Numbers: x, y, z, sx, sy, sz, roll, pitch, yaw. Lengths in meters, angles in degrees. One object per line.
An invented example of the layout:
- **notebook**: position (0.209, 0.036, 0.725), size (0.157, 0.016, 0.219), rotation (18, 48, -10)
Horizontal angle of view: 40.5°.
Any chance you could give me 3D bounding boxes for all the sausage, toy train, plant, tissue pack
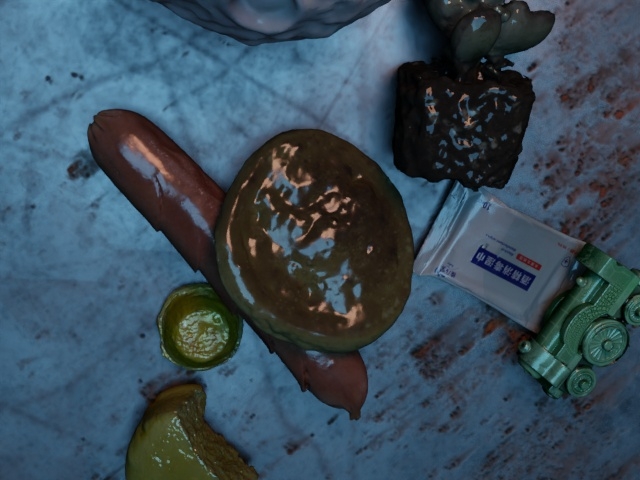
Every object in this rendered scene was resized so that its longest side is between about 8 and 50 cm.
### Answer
- **sausage**: position (-0.084, 0.029, 0.923), size (0.088, 0.088, 0.433), rotation (-40, 104, 1)
- **toy train**: position (0.298, 0.098, 0.987), size (0.104, 0.071, 0.178), rotation (32, 99, -25)
- **plant**: position (0.159, -0.192, 0.882), size (0.149, 0.146, 0.275), rotation (10, 99, -7)
- **tissue pack**: position (0.210, 0.021, 0.991), size (0.193, 0.026, 0.123), rotation (26, 97, -13)

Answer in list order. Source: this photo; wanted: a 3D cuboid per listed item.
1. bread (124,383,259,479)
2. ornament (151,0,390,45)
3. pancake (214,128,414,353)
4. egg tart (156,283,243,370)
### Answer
- **bread**: position (-0.153, 0.248, 0.958), size (0.125, 0.086, 0.156), rotation (-30, 100, 9)
- **ornament**: position (-0.042, -0.342, 0.724), size (0.336, 0.337, 0.337), rotation (-2, 101, -8)
- **pancake**: position (0.000, 0.000, 0.899), size (0.241, 0.050, 0.242), rotation (6, 77, -26)
- **egg tart**: position (-0.131, 0.098, 0.954), size (0.105, 0.039, 0.105), rotation (-2, 102, -10)
